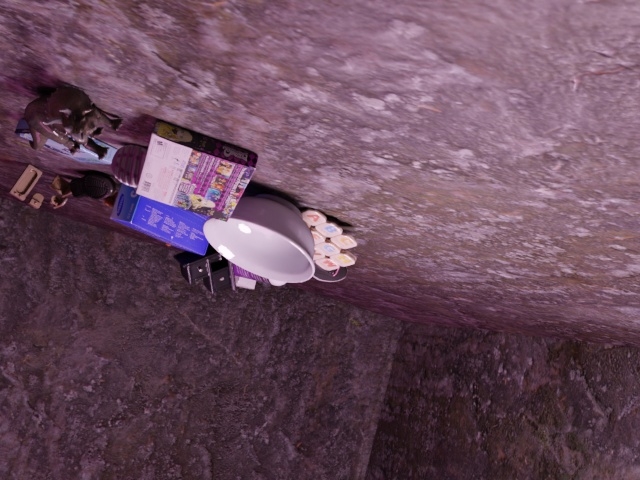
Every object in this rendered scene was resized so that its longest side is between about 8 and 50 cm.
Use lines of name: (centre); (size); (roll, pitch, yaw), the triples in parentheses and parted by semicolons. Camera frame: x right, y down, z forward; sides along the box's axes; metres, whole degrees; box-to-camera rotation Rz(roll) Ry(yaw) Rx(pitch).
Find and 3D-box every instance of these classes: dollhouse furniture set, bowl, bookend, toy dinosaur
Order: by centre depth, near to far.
toy dinosaur: (-0.496, -0.234, 1.261); (0.314, 0.121, 0.160); (13, 160, 42)
bowl: (-0.133, -0.025, 1.641); (0.298, 0.134, 0.298); (18, 154, 9)
bookend: (-0.345, 0.098, 1.963); (0.157, 0.156, 0.072); (-21, -145, -29)
dollhouse furniture set: (-0.906, -0.179, 2.148); (0.151, 0.144, 0.123); (38, 156, -29)

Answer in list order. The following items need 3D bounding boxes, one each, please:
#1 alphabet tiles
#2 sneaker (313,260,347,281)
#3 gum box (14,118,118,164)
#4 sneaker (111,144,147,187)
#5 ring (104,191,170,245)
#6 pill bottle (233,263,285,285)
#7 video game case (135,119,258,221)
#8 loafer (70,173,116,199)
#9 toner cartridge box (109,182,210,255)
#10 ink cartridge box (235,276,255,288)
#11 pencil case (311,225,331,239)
alphabet tiles: (-0.041, -0.006, 1.779); (0.284, 0.021, 0.278); (37, 149, -25)
sneaker: (0.029, 0.084, 2.211); (0.147, 0.104, 0.296); (14, 168, 44)
gum box: (-0.603, -0.235, 1.556); (0.157, 0.041, 0.184); (8, 169, 39)
sneaker: (-0.367, -0.156, 1.510); (0.237, 0.095, 0.104); (12, 178, 13)
ring: (-0.570, -0.066, 2.149); (0.337, 0.032, 0.336); (31, -175, -3)
pill bottle: (-0.193, 0.039, 2.074); (0.323, 0.181, 0.181); (12, 170, 20)
video game case: (-0.261, -0.135, 1.348); (0.210, 0.041, 0.232); (18, 148, -14)
loafer: (-0.691, -0.173, 2.013); (0.220, 0.080, 0.078); (6, -161, 41)
toner cartridge box: (-0.409, -0.081, 1.772); (0.075, 0.165, 0.348); (11, 169, 24)
ink cartridge box: (-0.317, 0.077, 2.287); (0.219, 0.160, 0.093); (7, 169, 39)
pencil case: (0.000, 0.000, 1.895); (0.070, 0.064, 0.152); (25, 177, 31)
